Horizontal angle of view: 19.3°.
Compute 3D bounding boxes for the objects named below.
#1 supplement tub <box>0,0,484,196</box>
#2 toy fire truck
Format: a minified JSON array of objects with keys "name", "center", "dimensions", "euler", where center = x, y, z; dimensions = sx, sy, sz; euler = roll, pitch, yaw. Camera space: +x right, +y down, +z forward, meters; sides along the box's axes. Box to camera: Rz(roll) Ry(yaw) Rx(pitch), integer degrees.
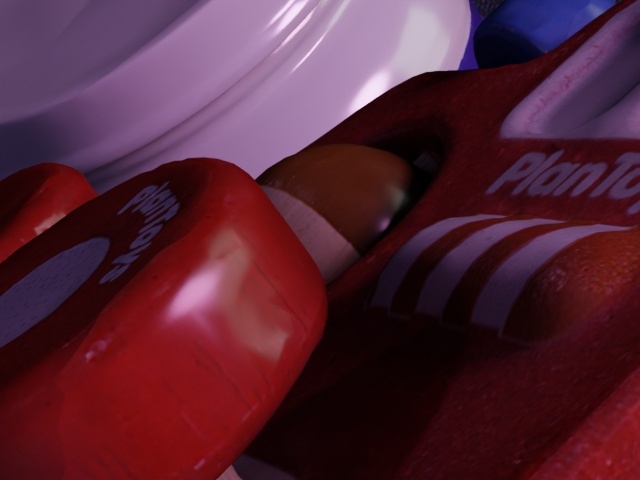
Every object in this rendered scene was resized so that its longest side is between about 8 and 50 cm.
[{"name":"supplement tub","center":[0.000,0.000,0.880],"dimensions":[0.331,0.241,0.241],"euler":[54,3,-29]},{"name":"toy fire truck","center":[0.022,0.024,0.470],"dimensions":[0.169,0.254,0.302],"euler":[54,-16,-16]}]
